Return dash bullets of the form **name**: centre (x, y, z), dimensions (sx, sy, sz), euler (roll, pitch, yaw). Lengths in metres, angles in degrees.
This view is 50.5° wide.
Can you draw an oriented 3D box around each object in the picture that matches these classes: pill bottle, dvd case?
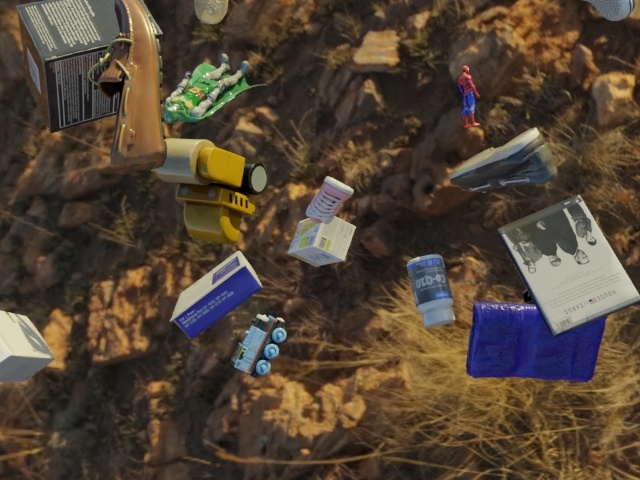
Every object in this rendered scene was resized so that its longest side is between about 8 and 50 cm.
- **pill bottle**: centre (0.228, 0.104, 1.389), dimensions (0.078, 0.078, 0.137), euler (-23, 69, 30)
- **dvd case**: centre (0.478, 0.046, 1.319), dimensions (0.179, 0.029, 0.239), euler (-22, 67, 1)

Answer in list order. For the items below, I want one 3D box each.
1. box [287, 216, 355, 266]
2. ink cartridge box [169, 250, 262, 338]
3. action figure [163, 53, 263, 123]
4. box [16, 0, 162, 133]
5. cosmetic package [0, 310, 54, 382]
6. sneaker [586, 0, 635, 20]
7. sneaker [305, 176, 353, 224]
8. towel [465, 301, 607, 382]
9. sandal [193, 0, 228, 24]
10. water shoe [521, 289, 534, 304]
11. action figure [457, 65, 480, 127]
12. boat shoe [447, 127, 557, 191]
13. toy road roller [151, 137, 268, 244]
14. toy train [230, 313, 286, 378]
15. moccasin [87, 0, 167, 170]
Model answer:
- **box**: centre (0.000, 0.000, 1.990), dimensions (0.203, 0.103, 0.114), euler (-16, 51, 64)
- **ink cartridge box**: centre (-0.200, 0.102, 1.313), dimensions (0.165, 0.332, 0.065), euler (-36, 97, -4)
- **action figure**: centre (-0.215, -0.273, 1.247), dimensions (0.137, 0.232, 0.064), euler (19, 132, 15)
- **box**: centre (-0.584, -0.460, 1.729), dimensions (0.183, 0.294, 0.296), euler (60, 152, 15)
- **cosmetic package**: centre (-0.603, 0.200, 1.285), dimensions (0.085, 0.231, 0.117), euler (-37, 84, -10)
- **sneaker**: centre (0.759, -0.676, 1.770), dimensions (0.127, 0.126, 0.321), euler (-22, 35, 7)
- **sneaker**: centre (0.013, -0.059, 1.085), dimensions (0.070, 0.051, 0.134), euler (-62, 6, -4)
- **towel**: centre (0.505, 0.247, 1.601), dimensions (0.308, 0.228, 0.076), euler (-1, 35, 4)
- **sandal**: centre (-0.186, -0.498, 1.169), dimensions (0.079, 0.088, 0.240), euler (-138, 46, -65)
- **water shoe**: centre (0.587, 0.093, 1.712), dimensions (0.073, 0.080, 0.203), euler (57, 137, 39)
- **action figure**: centre (0.284, -0.276, 1.298), dimensions (0.038, 0.030, 0.115), euler (6, 108, 64)
- **boat shoe**: centre (0.352, -0.133, 1.352), dimensions (0.112, 0.335, 0.096), euler (-35, 93, -12)
- **toy road roller**: centre (-0.304, -0.124, 1.833), dimensions (0.202, 0.329, 0.241), euler (7, 83, 30)
- **toy train**: centre (-0.170, 0.289, 1.881), dimensions (0.184, 0.105, 0.080), euler (-63, 19, -5)
- **moccasin**: centre (-0.413, -0.334, 1.437), dimensions (0.139, 0.146, 0.380), euler (170, 97, -69)
